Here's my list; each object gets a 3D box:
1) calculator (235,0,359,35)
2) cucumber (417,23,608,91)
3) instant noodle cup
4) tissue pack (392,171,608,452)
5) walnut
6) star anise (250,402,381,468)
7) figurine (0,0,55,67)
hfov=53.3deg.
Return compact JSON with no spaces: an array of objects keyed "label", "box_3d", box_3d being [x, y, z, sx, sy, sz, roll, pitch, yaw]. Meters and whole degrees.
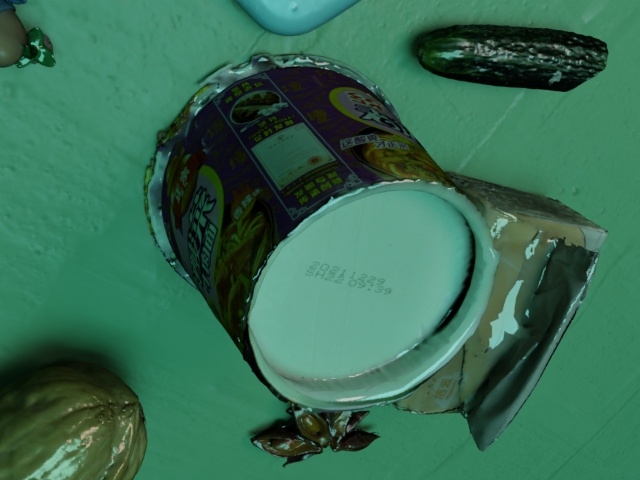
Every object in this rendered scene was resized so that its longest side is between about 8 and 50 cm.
[{"label":"calculator","box_3d":[0.026,-0.373,0.596,0.386,0.054,0.256,-42,125,4]},{"label":"cucumber","box_3d":[0.222,-0.219,0.755,0.242,0.074,0.074,-1,118,-19]},{"label":"instant noodle cup","box_3d":[0.000,0.000,0.665,0.340,0.266,0.339,-10,121,-17]},{"label":"tissue pack","box_3d":[0.229,0.097,0.842,0.239,0.238,0.305,10,113,-28]},{"label":"walnut","box_3d":[-0.307,0.242,0.716,0.245,0.198,0.198,-34,125,2]},{"label":"star anise","box_3d":[0.002,0.266,0.943,0.213,0.053,0.157,-6,120,-18]},{"label":"figurine","box_3d":[-0.273,-0.206,0.533,0.178,0.114,0.144,-51,126,-1]}]
